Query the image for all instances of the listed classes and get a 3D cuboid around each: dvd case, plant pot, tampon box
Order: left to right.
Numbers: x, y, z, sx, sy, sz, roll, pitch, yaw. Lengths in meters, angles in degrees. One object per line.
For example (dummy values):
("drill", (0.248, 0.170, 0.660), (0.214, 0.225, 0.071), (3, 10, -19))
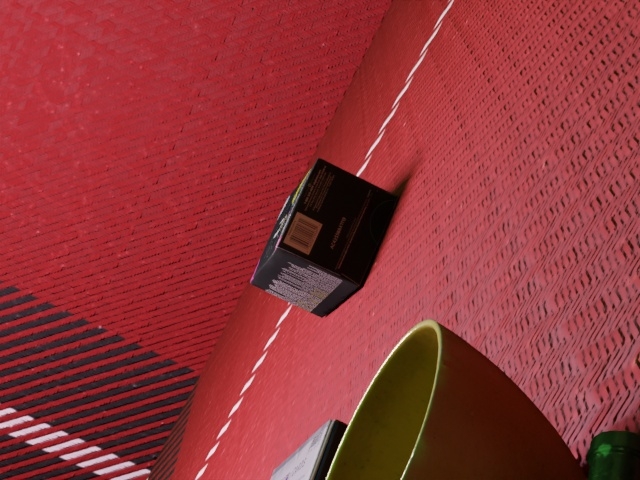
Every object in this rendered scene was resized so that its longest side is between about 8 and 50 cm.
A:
("dvd case", (-0.044, 0.281, 1.024), (0.239, 0.029, 0.179), (-68, 8, -29))
("tampon box", (0.000, 0.000, 1.390), (0.120, 0.101, 0.161), (-66, 7, -20))
("plant pot", (0.063, 0.116, 0.551), (0.134, 0.095, 0.134), (-62, 8, 15))

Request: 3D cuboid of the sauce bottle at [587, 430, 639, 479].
("sauce bottle", (0.102, 0.128, 0.443), (0.042, 0.042, 0.128), (124, 167, -50))
